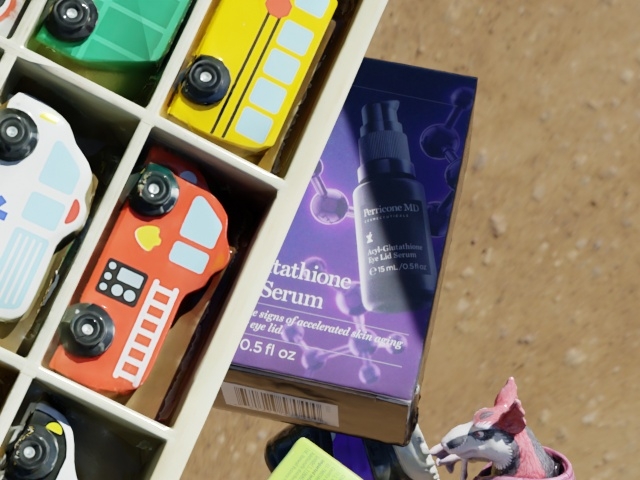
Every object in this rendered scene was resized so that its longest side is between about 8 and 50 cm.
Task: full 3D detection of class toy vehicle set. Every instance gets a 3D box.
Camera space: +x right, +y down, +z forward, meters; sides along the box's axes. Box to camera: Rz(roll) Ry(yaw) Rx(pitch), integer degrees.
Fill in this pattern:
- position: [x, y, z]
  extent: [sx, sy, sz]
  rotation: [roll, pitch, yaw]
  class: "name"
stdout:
- position: [-0.099, -0.010, 0.474]
  extent: [0.166, 0.035, 0.267]
  rotation: [26, 74, -9]
  class: "toy vehicle set"

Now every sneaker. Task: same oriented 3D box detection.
- position: [0.025, 0.223, 1.216]
  extent: [0.146, 0.293, 0.102]
  rotation: [-22, 44, -4]
  class: "sneaker"

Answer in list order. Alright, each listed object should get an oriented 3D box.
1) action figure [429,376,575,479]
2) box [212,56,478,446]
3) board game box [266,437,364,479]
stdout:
- position: [0.175, 0.305, 1.452]
  extent: [0.275, 0.370, 0.248]
  rotation: [20, 34, 25]
  class: "action figure"
- position: [0.000, 0.000, 0.918]
  extent: [0.153, 0.108, 0.207]
  rotation: [10, 70, 6]
  class: "box"
- position: [0.059, 0.213, 0.687]
  extent: [0.259, 0.039, 0.124]
  rotation: [34, 67, 12]
  class: "board game box"
